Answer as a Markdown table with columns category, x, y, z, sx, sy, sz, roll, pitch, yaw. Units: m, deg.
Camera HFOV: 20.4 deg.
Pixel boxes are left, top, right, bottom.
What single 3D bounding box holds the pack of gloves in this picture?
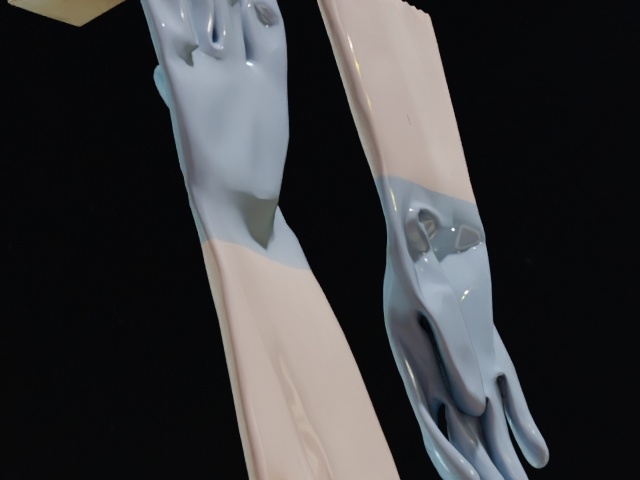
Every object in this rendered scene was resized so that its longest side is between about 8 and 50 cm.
| category | x | y | z | sx | sy | sz | roll | pitch | yaw |
| --- | --- | --- | --- | --- | --- | --- | --- | --- | --- |
| pack of gloves | 0.000 | 0.000 | 0.656 | 0.046 | 0.195 | 0.232 | -26 | -113 | 29 |

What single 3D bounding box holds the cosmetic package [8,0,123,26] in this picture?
| category | x | y | z | sx | sy | sz | roll | pitch | yaw |
| --- | --- | --- | --- | --- | --- | --- | --- | --- | --- |
| cosmetic package | -0.108 | -0.140 | 0.828 | 0.041 | 0.115 | 0.060 | 18 | -97 | -20 |
